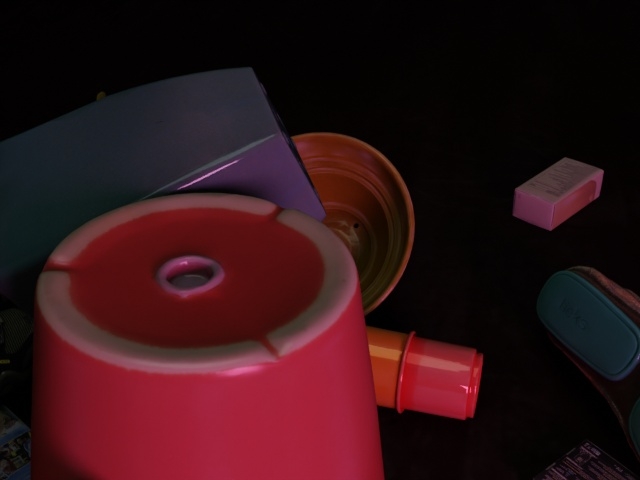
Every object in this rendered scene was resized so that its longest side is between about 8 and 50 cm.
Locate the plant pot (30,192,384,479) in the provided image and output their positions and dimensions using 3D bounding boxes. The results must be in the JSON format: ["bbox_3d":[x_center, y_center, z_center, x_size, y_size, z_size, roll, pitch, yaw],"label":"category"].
[{"bbox_3d":[-0.079,0.117,0.527,0.274,0.243,0.275,1,32,-1],"label":"plant pot"}]

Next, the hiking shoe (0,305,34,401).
[{"bbox_3d":[-0.339,0.098,0.680,0.086,0.114,0.227,26,44,38],"label":"hiking shoe"}]

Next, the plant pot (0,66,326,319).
[{"bbox_3d":[-0.128,-0.030,0.648,0.234,0.166,0.165,-26,48,3],"label":"plant pot"}]

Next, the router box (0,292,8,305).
[{"bbox_3d":[-0.430,0.059,0.855,0.133,0.046,0.179,10,36,21],"label":"router box"}]

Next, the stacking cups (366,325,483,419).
[{"bbox_3d":[-0.010,0.106,0.716,0.316,0.096,0.096,10,35,12],"label":"stacking cups"}]

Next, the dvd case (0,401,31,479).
[{"bbox_3d":[-0.334,0.205,0.642,0.253,0.022,0.180,25,43,36],"label":"dvd case"}]

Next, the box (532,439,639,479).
[{"bbox_3d":[0.219,0.200,0.595,0.067,0.018,0.083,-24,38,-28],"label":"box"}]

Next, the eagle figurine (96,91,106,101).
[{"bbox_3d":[-0.237,-0.064,0.918,0.298,0.226,0.225,-27,68,7],"label":"eagle figurine"}]

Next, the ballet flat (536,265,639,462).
[{"bbox_3d":[0.297,0.125,0.634,0.106,0.108,0.316,22,25,-25],"label":"ballet flat"}]

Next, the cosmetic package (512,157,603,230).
[{"bbox_3d":[0.302,-0.061,0.968,0.115,0.041,0.060,-28,41,-33],"label":"cosmetic package"}]

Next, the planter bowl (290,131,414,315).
[{"bbox_3d":[0.000,0.000,0.824,0.217,0.090,0.217,-4,74,15],"label":"planter bowl"}]
